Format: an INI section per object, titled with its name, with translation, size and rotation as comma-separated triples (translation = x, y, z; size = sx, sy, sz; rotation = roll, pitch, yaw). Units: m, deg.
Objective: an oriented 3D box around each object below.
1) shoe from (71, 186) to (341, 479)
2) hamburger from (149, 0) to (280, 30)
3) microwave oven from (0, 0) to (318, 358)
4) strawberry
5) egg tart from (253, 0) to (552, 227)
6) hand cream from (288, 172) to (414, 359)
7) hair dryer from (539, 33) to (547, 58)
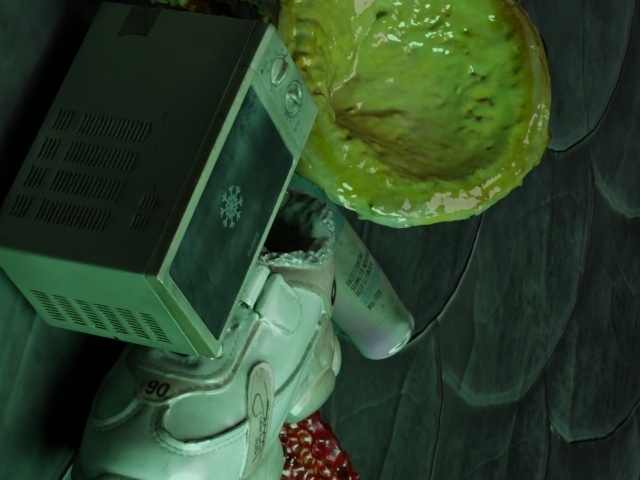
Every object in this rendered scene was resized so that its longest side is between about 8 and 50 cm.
[shoe]
translation = -0.097, 0.088, 1.683
size = 0.351, 0.172, 0.198
rotation = -54, 150, -57
[hamburger]
translation = -0.097, -0.288, 1.643
size = 0.261, 0.139, 0.243
rotation = 51, 33, -58
[microwave oven]
translation = -0.136, -0.050, 1.592
size = 0.240, 0.194, 0.145
rotation = -68, 150, -24
[strawberry]
translation = -0.031, 0.241, 1.889
size = 0.188, 0.106, 0.286
rotation = -50, 135, -45
[egg tart]
translation = 0.070, -0.144, 1.894
size = 0.315, 0.315, 0.120
rotation = -69, -170, -23
[hand cream]
translation = 0.000, 0.000, 1.941
size = 0.312, 0.070, 0.111
rotation = 53, 50, -44
[hair dryer]
translation = 0.166, -0.295, 2.166
size = 0.197, 0.089, 0.251
rotation = 12, 76, -56
